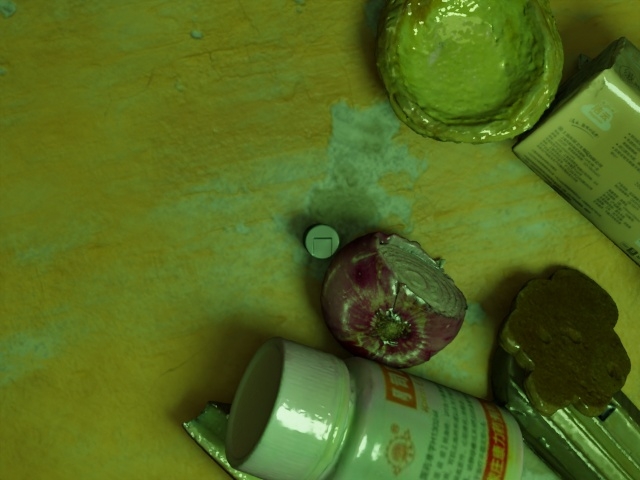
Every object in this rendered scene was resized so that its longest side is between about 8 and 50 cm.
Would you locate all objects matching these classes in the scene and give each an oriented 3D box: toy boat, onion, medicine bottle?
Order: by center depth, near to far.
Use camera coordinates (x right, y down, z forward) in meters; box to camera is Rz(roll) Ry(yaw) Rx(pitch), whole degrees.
[{"bbox_3d":[0.076,0.288,1.676,0.388,0.219,0.219,20,91,-17],"label":"medicine bottle"},{"bbox_3d":[0.096,0.098,1.730,0.207,0.200,0.201,27,90,-41],"label":"onion"},{"bbox_3d":[0.426,0.300,1.785,0.445,0.136,0.162,45,77,-4],"label":"toy boat"}]

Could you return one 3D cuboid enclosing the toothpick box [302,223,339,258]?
[{"bbox_3d":[0.000,0.000,1.760,0.052,0.083,0.052,0,93,-4],"label":"toothpick box"}]

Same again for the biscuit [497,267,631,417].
[{"bbox_3d":[0.361,0.156,1.733,0.208,0.041,0.290,39,45,0],"label":"biscuit"}]

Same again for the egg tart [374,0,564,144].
[{"bbox_3d":[0.216,-0.272,1.729,0.294,0.123,0.294,-1,80,7],"label":"egg tart"}]

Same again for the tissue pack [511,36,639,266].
[{"bbox_3d":[0.477,-0.141,1.739,0.305,0.238,0.238,40,89,-8],"label":"tissue pack"}]

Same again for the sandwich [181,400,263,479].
[{"bbox_3d":[-0.088,0.329,1.763,0.258,0.096,0.094,43,95,-6],"label":"sandwich"}]
